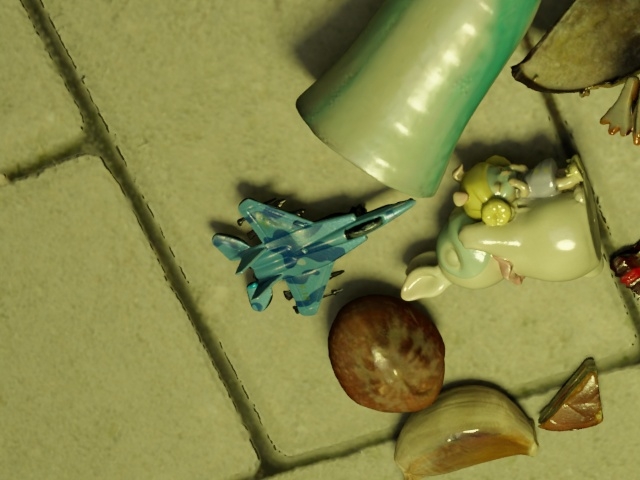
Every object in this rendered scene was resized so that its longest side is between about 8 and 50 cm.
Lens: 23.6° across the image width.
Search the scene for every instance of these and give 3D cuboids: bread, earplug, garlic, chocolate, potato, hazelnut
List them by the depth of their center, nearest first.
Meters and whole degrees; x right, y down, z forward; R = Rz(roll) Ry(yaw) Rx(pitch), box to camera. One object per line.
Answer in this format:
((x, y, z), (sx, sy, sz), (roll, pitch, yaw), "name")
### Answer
((0.331, -0.239, 1.614), (0.120, 0.100, 0.261), (45, 107, 14), "potato")
((0.135, -0.227, 1.636), (0.185, 0.185, 0.324), (32, 108, -8), "earplug")
((0.425, 0.004, 1.774), (0.182, 0.028, 0.086), (-37, 109, 21), "chocolate")
((0.078, 0.138, 1.829), (0.143, 0.143, 0.154), (-30, 107, 20), "hazelnut")
((0.320, 0.202, 1.877), (0.062, 0.043, 0.109), (35, 114, -8), "bread")
((0.163, 0.255, 1.905), (0.198, 0.090, 0.128), (-29, 121, 15), "garlic")

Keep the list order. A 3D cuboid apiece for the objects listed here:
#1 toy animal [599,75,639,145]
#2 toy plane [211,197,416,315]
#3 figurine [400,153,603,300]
((0.435, -0.171, 1.555), (0.302, 0.225, 0.284), (-8, 105, -23), "toy animal")
((0.001, -0.003, 1.804), (0.246, 0.078, 0.169), (-26, 110, 12), "toy plane")
((0.193, -0.010, 1.747), (0.236, 0.127, 0.155), (-10, 133, 15), "figurine")
